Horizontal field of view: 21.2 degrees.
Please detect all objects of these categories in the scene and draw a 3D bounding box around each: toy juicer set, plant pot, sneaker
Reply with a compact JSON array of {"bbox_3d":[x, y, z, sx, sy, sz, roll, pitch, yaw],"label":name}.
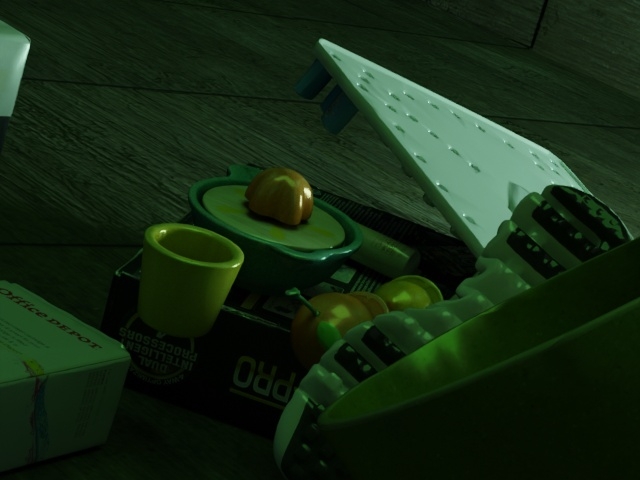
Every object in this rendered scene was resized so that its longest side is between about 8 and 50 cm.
[{"bbox_3d":[0.000,0.000,1.270,0.209,0.089,0.329,18,19,4],"label":"toy juicer set"},{"bbox_3d":[0.184,0.157,0.819,0.275,0.293,0.275,-26,0,0],"label":"plant pot"},{"bbox_3d":[0.088,0.084,1.133,0.292,0.118,0.110,-35,75,-25],"label":"sneaker"}]

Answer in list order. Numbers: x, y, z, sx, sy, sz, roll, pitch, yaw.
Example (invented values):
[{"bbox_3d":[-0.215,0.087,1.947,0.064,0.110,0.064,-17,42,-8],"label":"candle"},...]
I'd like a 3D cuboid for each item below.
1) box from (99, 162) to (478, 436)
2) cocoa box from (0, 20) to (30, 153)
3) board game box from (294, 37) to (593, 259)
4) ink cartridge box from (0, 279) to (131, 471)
[{"bbox_3d":[0.025,0.061,1.412,0.318,0.097,0.395,18,17,6],"label":"box"},{"bbox_3d":[-0.424,-0.082,1.181,0.347,0.228,0.231,0,23,-46],"label":"cocoa box"},{"bbox_3d":[0.192,0.012,1.474,0.390,0.050,0.390,20,27,-48],"label":"board game box"},{"bbox_3d":[-0.228,0.089,1.094,0.127,0.072,0.175,26,18,30],"label":"ink cartridge box"}]
